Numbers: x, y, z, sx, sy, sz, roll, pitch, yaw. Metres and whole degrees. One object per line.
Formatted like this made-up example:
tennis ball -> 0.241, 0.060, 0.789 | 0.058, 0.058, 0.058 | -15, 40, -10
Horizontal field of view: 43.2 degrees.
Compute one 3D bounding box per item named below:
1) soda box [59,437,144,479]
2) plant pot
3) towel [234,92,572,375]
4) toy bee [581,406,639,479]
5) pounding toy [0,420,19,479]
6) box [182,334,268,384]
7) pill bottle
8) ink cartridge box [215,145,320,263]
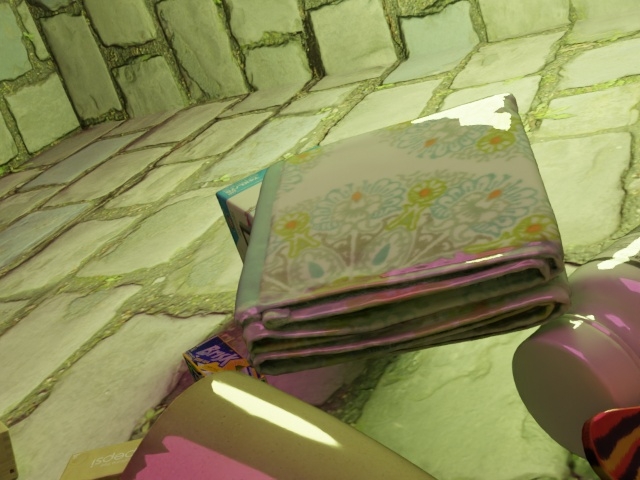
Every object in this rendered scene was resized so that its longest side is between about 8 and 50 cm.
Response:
soda box -> -0.204, 0.268, 0.931 | 0.181, 0.058, 0.061 | -14, 23, 10
plant pot -> 0.018, 0.254, 0.586 | 0.274, 0.256, 0.256 | 12, 34, 25
towel -> 0.081, -0.019, 0.877 | 0.321, 0.090, 0.374 | -13, 33, 13
toy bee -> 0.359, 0.162, 0.587 | 0.298, 0.162, 0.195 | -26, -22, 24
pounding toy -> -0.471, 0.300, 1.047 | 0.130, 0.100, 0.141 | -17, 20, -37
box -> -0.122, 0.183, 1.067 | 0.059, 0.054, 0.169 | -28, 24, -20
pill bottle -> 0.342, 0.072, 0.791 | 0.319, 0.176, 0.176 | -30, 24, -25
ink cartridge box -> 0.000, 0.000, 1.208 | 0.197, 0.198, 0.270 | -26, 23, -16
